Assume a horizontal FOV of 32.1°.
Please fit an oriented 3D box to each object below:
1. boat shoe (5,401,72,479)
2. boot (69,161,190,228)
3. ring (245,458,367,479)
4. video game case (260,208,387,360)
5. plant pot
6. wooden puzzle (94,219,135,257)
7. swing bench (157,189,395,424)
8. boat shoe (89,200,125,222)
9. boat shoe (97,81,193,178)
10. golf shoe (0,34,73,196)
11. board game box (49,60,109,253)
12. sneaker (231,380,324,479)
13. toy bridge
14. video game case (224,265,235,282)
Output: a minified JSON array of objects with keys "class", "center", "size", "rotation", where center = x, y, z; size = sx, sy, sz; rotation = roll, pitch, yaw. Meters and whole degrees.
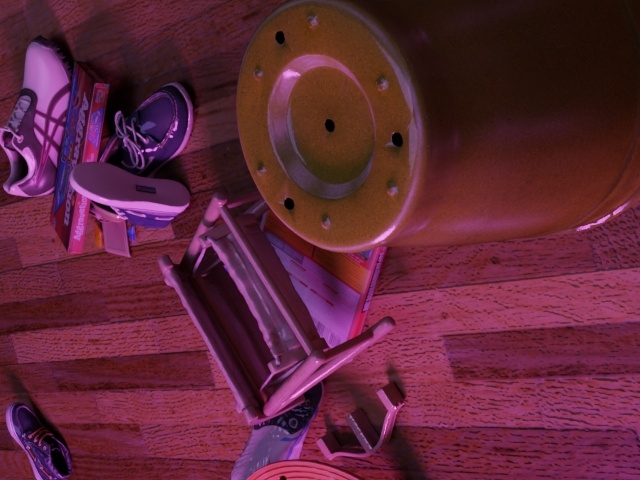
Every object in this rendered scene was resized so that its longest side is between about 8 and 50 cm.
[{"class":"boat shoe","center":[-0.550,0.393,2.191],"size":[0.083,0.065,0.183],"rotation":[-30,88,44]},{"class":"boot","center":[-0.300,-0.060,1.691],"size":[0.086,0.190,0.069],"rotation":[-43,42,46]},{"class":"ring","center":[0.025,0.449,1.597],"size":[0.336,0.032,0.337],"rotation":[14,122,24]},{"class":"video game case","center":[0.000,0.000,1.512],"size":[0.204,0.025,0.285],"rotation":[35,124,31]},{"class":"plant pot","center":[0.116,-0.143,1.115],"size":[0.366,0.353,0.367],"rotation":[18,116,41]},{"class":"wooden puzzle","center":[-0.345,-0.010,1.874],"size":[0.116,0.014,0.079],"rotation":[19,121,40]},{"class":"swing bench","center":[-0.080,0.087,1.481],"size":[0.254,0.165,0.253],"rotation":[-44,73,42]},{"class":"boat shoe","center":[-0.362,-0.055,1.847],"size":[0.153,0.056,0.048],"rotation":[22,126,42]},{"class":"boat shoe","center":[-0.280,-0.152,1.709],"size":[0.254,0.079,0.095],"rotation":[-38,77,46]},{"class":"golf shoe","center":[-0.474,-0.202,1.859],"size":[0.105,0.120,0.273],"rotation":[18,115,42]},{"class":"board game box","center":[-0.391,-0.135,1.793],"size":[0.145,0.027,0.281],"rotation":[41,122,56]},{"class":"sneaker","center":[-0.056,0.289,1.650],"size":[0.085,0.086,0.237],"rotation":[42,115,28]},{"class":"toy bridge","center":[0.061,0.268,1.554],"size":[0.063,0.026,0.188],"rotation":[56,135,13]},{"class":"video game case","center":[-0.105,0.077,1.663],"size":[0.122,0.011,0.087],"rotation":[27,122,36]}]
